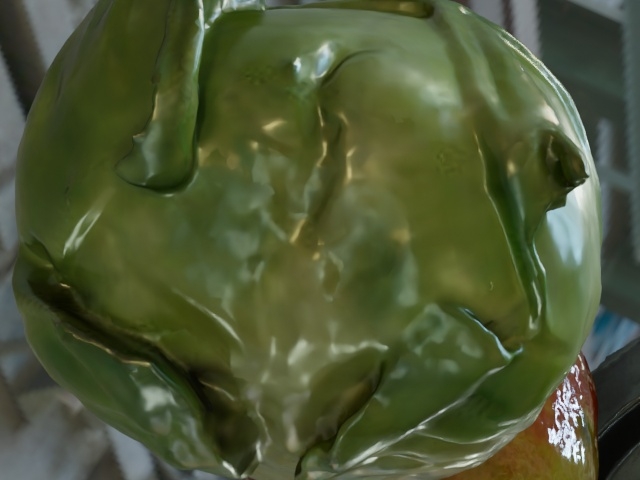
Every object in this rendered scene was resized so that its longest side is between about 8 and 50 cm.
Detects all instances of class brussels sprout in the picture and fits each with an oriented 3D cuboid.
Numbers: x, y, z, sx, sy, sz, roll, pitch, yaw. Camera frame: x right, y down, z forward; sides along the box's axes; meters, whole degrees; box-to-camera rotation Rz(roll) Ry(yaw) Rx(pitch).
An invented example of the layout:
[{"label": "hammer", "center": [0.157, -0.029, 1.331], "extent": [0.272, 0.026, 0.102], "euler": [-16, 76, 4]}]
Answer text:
[{"label": "brussels sprout", "center": [-0.002, -0.001, 0.813], "extent": [0.227, 0.259, 0.294], "euler": [-78, 165, -47]}]

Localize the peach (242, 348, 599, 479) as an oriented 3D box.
[{"label": "peach", "center": [0.060, 0.118, 1.057], "extent": [0.231, 0.231, 0.231], "euler": [-44, 150, -33]}]

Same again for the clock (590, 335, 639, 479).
[{"label": "clock", "center": [0.307, 0.192, 1.476], "extent": [0.312, 0.061, 0.313], "euler": [-14, 131, -16]}]
